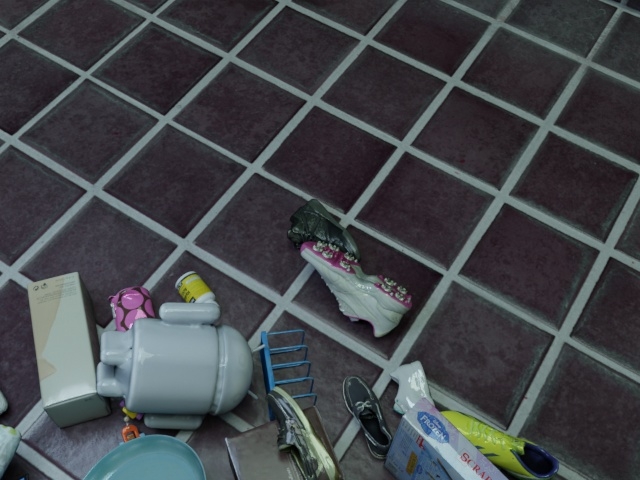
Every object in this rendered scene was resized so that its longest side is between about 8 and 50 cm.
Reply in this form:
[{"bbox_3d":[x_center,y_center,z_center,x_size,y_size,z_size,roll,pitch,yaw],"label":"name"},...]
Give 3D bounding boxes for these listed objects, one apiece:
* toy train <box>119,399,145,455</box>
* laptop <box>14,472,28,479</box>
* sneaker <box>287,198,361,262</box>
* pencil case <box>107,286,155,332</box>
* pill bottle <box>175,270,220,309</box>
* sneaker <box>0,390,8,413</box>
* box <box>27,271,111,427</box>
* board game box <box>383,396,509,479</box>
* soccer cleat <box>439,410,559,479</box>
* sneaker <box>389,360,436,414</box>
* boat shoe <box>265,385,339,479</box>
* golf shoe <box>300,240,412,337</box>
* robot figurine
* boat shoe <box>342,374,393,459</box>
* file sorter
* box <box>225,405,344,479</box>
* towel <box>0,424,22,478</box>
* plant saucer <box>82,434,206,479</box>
[{"bbox_3d":[-0.383,0.397,1.704,0.166,0.046,0.125,-24,81,-25],"label":"toy train"},{"bbox_3d":[-0.709,0.606,1.496,0.264,0.137,0.234,-2,57,-14],"label":"laptop"},{"bbox_3d":[0.000,0.000,1.947,0.130,0.087,0.227,-34,62,-20],"label":"sneaker"},{"bbox_3d":[-0.434,0.216,1.787,0.098,0.095,0.209,5,51,-37],"label":"pencil case"},{"bbox_3d":[-0.297,0.136,1.857,0.065,0.065,0.116,-35,65,-22],"label":"pill bottle"},{"bbox_3d":[-0.783,0.301,1.720,0.086,0.085,0.237,-23,60,-22],"label":"sneaker"},{"bbox_3d":[-0.571,0.246,1.729,0.121,0.148,0.311,-14,58,-10],"label":"box"},{"bbox_3d":[0.273,0.496,1.507,0.066,0.319,0.318,-37,67,-23],"label":"board game box"},{"bbox_3d":[0.376,0.434,1.632,0.289,0.121,0.093,27,59,-5],"label":"soccer cleat"},{"bbox_3d":[0.214,0.384,1.729,0.094,0.080,0.212,-18,55,4],"label":"sneaker"},{"bbox_3d":[-0.050,0.391,1.498,0.073,0.080,0.224,-27,67,-25],"label":"boat shoe"},{"bbox_3d":[0.066,0.117,1.840,0.306,0.140,0.115,33,21,14],"label":"golf shoe"},{"bbox_3d":[-0.297,0.271,1.638,0.353,0.300,0.200,7,19,-18],"label":"robot figurine"},{"bbox_3d":[0.110,0.387,1.716,0.075,0.065,0.206,-17,60,-13],"label":"boat shoe"},{"bbox_3d":[-0.075,0.302,1.732,0.104,0.118,0.170,-6,58,-10],"label":"file sorter"},{"bbox_3d":[-0.075,0.477,1.590,0.203,0.168,0.167,-17,61,-14],"label":"box"},{"bbox_3d":[-0.826,0.502,1.531,0.374,0.090,0.321,4,56,21],"label":"towel"},{"bbox_3d":[-0.368,0.548,1.541,0.317,0.044,0.318,-13,45,13],"label":"plant saucer"}]
